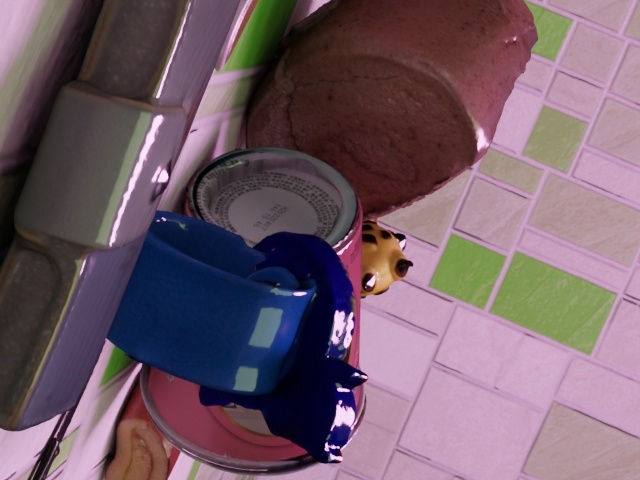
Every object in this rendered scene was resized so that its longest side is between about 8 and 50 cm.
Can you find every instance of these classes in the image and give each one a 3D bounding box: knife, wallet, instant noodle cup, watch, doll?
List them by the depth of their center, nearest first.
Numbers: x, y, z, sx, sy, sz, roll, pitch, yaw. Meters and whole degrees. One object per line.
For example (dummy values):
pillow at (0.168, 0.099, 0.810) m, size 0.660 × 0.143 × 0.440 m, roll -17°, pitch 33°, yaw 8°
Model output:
wallet at (-0.132, -0.048, 1.112) m, size 0.252 × 0.083 × 0.360 m, roll -75°, pitch -173°, yaw -88°
watch at (-0.078, 0.064, 1.423) m, size 0.196 × 0.200 × 0.171 m, roll 20°, pitch -87°, yaw 51°
knife at (-0.033, -0.259, 1.483) m, size 0.046 × 0.022 × 0.256 m, roll 106°, pitch 8°, yaw -81°
knife at (-0.219, 0.159, 1.487) m, size 0.023 × 0.010 × 0.170 m, roll 98°, pitch 15°, yaw -70°
instant noodle cup at (-0.053, 0.056, 1.667) m, size 0.244 × 0.244 × 0.255 m, roll -61°, pitch 165°, yaw -48°
doll at (0.000, 0.001, 1.885) m, size 0.291 × 0.117 × 0.086 m, roll 26°, pitch -53°, yaw 59°

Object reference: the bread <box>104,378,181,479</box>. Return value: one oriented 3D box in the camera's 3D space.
bread at (-0.165, 0.184, 1.811) m, size 0.119 × 0.067 × 0.192 m, roll 87°, pitch 26°, yaw -78°

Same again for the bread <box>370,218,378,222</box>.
bread at (0.035, -0.098, 2.267) m, size 0.244 × 0.134 × 0.244 m, roll -63°, pitch 176°, yaw -7°

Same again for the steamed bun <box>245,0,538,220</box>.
steamed bun at (0.052, -0.164, 1.752) m, size 0.301 × 0.199 × 0.251 m, roll -26°, pitch -153°, yaw 45°
